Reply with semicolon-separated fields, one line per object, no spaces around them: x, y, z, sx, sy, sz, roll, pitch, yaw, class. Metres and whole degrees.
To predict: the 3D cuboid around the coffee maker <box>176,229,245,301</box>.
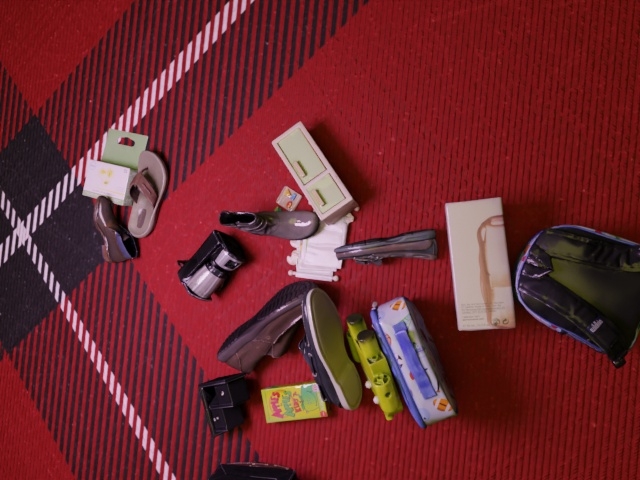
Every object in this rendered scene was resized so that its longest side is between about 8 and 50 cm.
-0.325;0.058;1.377;0.171;0.120;0.178;45;100;15;coffee maker

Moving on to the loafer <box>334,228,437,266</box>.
0.169;0.033;1.234;0.268;0.096;0.084;-11;95;14;loafer

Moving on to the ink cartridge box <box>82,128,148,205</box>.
-0.665;-0.242;1.537;0.171;0.056;0.234;14;94;19;ink cartridge box

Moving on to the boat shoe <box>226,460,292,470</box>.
-0.178;0.658;1.329;0.207;0.073;0.073;5;112;14;boat shoe

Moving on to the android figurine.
0.130;0.317;1.164;0.056;0.248;0.272;-21;115;-7;android figurine

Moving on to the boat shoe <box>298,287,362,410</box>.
0.002;0.280;1.212;0.113;0.127;0.339;-9;114;34;boat shoe

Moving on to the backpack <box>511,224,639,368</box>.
0.564;0.088;1.039;0.264;0.213;0.276;27;89;8;backpack

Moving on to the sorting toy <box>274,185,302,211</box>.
-0.098;-0.107;1.366;0.062;0.012;0.083;33;97;16;sorting toy

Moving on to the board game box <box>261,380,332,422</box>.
-0.067;0.445;1.315;0.182;0.043;0.092;-13;84;17;board game box

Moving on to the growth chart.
0.000;0.000;1.325;0.172;0.021;0.237;15;92;19;growth chart

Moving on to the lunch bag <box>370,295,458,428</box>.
0.216;0.273;1.124;0.115;0.243;0.303;-26;79;10;lunch bag

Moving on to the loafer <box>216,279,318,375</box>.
-0.124;0.245;1.315;0.366;0.133;0.130;-39;104;22;loafer

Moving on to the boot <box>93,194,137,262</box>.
-0.638;-0.035;1.493;0.106;0.082;0.219;0;106;21;boot

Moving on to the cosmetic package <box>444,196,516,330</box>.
0.377;0.056;1.133;0.129;0.153;0.295;-7;87;16;cosmetic package

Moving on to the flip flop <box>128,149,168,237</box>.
-0.555;-0.145;1.481;0.112;0.080;0.276;15;93;19;flip flop

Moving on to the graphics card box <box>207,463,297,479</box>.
-0.160;0.790;1.263;0.233;0.094;0.370;-3;99;18;graphics card box

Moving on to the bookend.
-0.257;0.461;1.328;0.156;0.072;0.157;-24;80;45;bookend

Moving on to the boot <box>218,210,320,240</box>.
-0.140;-0.046;1.287;0.247;0.161;0.083;-1;86;25;boot

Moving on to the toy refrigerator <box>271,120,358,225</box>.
-0.016;-0.182;1.288;0.102;0.094;0.269;-34;75;8;toy refrigerator
